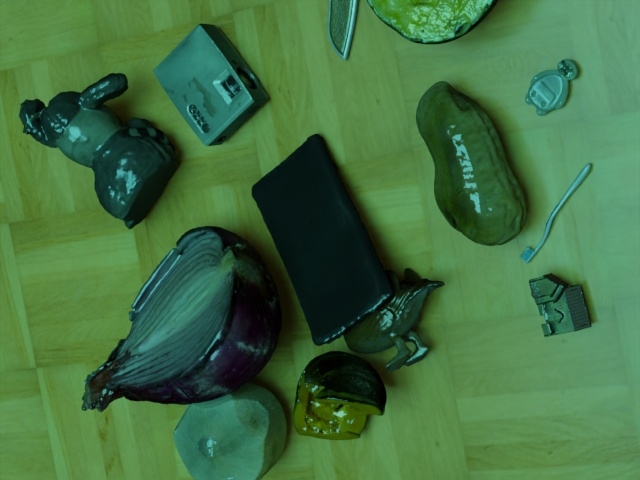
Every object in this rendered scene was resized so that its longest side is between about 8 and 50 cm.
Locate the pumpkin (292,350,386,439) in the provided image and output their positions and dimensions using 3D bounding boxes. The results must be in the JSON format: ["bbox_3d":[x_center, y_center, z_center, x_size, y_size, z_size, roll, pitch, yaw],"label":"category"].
[{"bbox_3d":[0.028,0.213,1.832,0.119,0.108,0.183,18,153,-13],"label":"pumpkin"}]

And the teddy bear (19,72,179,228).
[{"bbox_3d":[-0.317,-0.161,1.954,0.171,0.144,0.251,-39,88,23],"label":"teddy bear"}]

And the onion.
[{"bbox_3d":[-0.188,0.155,1.891,0.348,0.159,0.267,-41,34,22],"label":"onion"}]

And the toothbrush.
[{"bbox_3d":[0.318,-0.035,1.716,0.017,0.014,0.162,33,111,-1],"label":"toothbrush"}]

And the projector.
[{"bbox_3d":[-0.162,-0.232,1.905,0.115,0.061,0.147,-41,79,27],"label":"projector"}]

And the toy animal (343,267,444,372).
[{"bbox_3d":[0.094,0.087,1.814,0.188,0.089,0.179,-48,63,28],"label":"toy animal"}]

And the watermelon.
[{"bbox_3d":[0.161,-0.376,1.681,0.204,0.127,0.232,17,107,24],"label":"watermelon"}]

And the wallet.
[{"bbox_3d":[0.000,0.000,1.834,0.146,0.030,0.285,-35,64,23],"label":"wallet"}]

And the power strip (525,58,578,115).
[{"bbox_3d":[0.304,-0.203,1.686,0.055,0.035,0.083,48,117,13],"label":"power strip"}]

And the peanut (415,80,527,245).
[{"bbox_3d":[0.194,-0.102,1.718,0.110,0.120,0.236,-23,80,-8],"label":"peanut"}]

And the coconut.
[{"bbox_3d":[-0.138,0.293,1.911,0.161,0.162,0.161,4,98,26],"label":"coconut"}]

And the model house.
[{"bbox_3d":[0.321,0.082,1.707,0.058,0.057,0.083,-14,89,33],"label":"model house"}]

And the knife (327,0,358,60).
[{"bbox_3d":[0.034,-0.383,1.805,0.046,0.022,0.256,7,101,22],"label":"knife"}]
